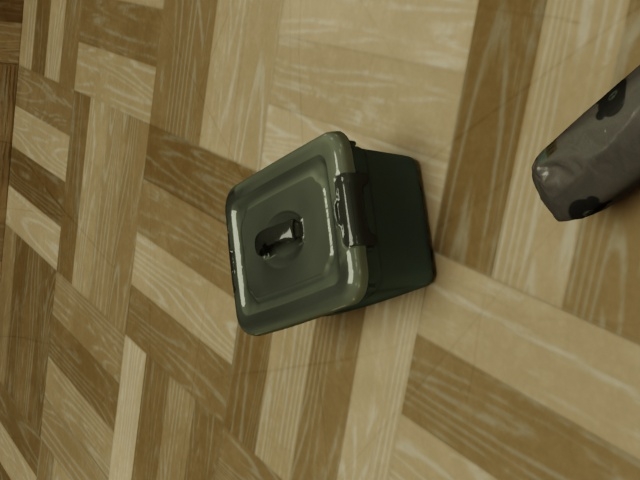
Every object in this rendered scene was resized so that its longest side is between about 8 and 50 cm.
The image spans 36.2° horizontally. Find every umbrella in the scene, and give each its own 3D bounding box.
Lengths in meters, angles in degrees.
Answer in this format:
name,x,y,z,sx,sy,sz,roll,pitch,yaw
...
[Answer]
name,x,y,z,sx,sy,sz,roll,pitch,yaw
umbrella,0.262,-0.118,0.624,0.067,0.073,0.337,51,137,6

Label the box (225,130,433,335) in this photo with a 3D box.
name,x,y,z,sx,sy,sz,roll,pitch,yaw
box,0.000,0.000,0.962,0.227,0.130,0.162,-23,70,53
